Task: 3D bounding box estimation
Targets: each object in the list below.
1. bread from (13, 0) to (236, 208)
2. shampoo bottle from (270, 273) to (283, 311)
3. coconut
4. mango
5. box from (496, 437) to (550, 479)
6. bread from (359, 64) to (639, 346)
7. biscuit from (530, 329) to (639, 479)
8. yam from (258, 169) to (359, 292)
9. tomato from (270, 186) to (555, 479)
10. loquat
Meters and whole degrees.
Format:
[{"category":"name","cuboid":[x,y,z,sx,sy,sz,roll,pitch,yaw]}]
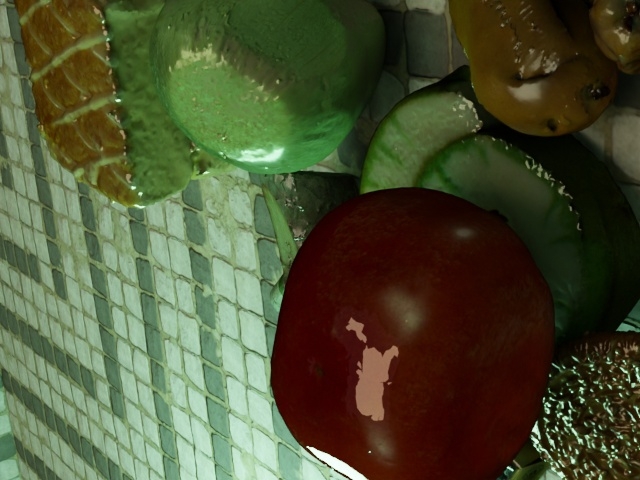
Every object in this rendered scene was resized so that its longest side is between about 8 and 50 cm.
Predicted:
[{"category":"bread","cuboid":[-0.312,-0.287,1.737,0.390,0.279,0.371,24,126,48]},{"category":"shampoo bottle","cuboid":[-0.018,0.050,1.674,0.065,0.065,0.204,60,144,17]},{"category":"coconut","cuboid":[-0.069,-0.249,1.407,0.328,0.328,0.281,39,141,39]},{"category":"mango","cuboid":[0.222,-0.213,1.129,0.249,0.156,0.151,59,174,30]},{"category":"box","cuboid":[0.213,0.316,1.463,0.159,0.071,0.240,53,143,29]},{"category":"bread","cuboid":[0.208,-0.023,1.255,0.366,0.129,0.382,-3,102,52]},{"category":"biscuit","cuboid":[0.360,0.220,1.129,0.305,0.038,0.305,21,136,22]},{"category":"yam","cuboid":[0.000,0.000,1.510,0.154,0.154,0.254,7,116,53]},{"category":"tomato","cuboid":[0.098,0.114,1.103,0.293,0.290,0.325,33,121,42]},{"category":"loquat","cuboid":[0.319,-0.224,1.001,0.113,0.137,0.137,46,139,18]}]
